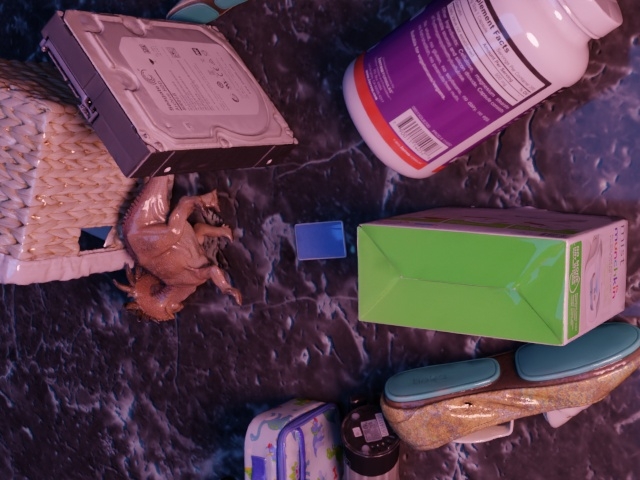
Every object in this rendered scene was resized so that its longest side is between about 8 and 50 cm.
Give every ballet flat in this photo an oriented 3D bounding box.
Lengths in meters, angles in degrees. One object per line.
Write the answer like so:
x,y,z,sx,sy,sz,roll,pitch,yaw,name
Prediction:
0.252,0.194,1.344,0.348,0.123,0.123,-15,88,14,ballet flat
-0.157,-0.364,1.575,0.168,0.057,0.052,-15,61,29,ballet flat

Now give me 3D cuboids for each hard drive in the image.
-0.196,-0.202,1.443,0.064,0.339,0.237,-43,74,29,hard drive

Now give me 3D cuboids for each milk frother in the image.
0.101,0.284,1.475,0.143,0.129,0.135,2,137,4,milk frother

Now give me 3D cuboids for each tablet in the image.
0.000,0.000,1.545,0.083,0.006,0.054,-4,94,31,tablet

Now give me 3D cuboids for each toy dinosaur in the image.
-0.238,0.016,1.576,0.200,0.127,0.296,-15,120,8,toy dinosaur

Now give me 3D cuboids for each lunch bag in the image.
-0.037,0.347,1.515,0.090,0.176,0.219,4,98,32,lunch bag

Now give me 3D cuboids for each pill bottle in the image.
0.195,-0.224,1.292,0.323,0.181,0.181,-33,79,30,pill bottle

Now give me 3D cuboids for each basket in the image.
-0.431,-0.115,1.609,0.331,0.328,0.266,22,106,28,basket

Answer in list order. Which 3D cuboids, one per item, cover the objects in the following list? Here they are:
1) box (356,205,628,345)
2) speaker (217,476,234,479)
0.212,0.031,1.286,0.262,0.231,0.127,5,99,31,box
-0.189,0.429,1.691,0.136,0.055,0.055,-36,78,30,speaker
